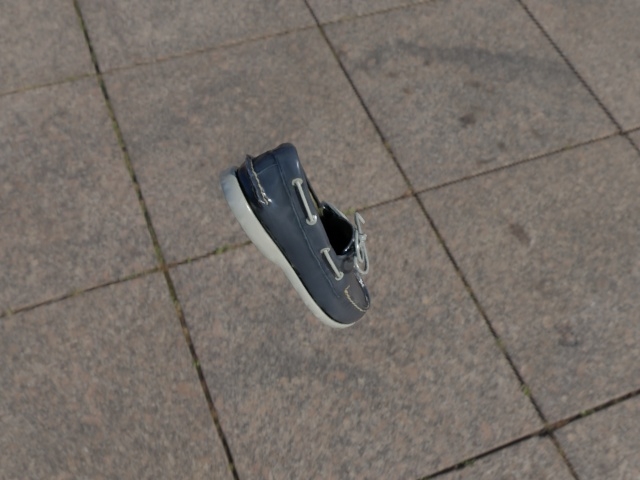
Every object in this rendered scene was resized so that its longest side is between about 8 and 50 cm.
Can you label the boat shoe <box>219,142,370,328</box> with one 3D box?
[{"bbox_3d":[0.000,0.000,0.706,0.079,0.254,0.095,-27,45,11],"label":"boat shoe"}]
